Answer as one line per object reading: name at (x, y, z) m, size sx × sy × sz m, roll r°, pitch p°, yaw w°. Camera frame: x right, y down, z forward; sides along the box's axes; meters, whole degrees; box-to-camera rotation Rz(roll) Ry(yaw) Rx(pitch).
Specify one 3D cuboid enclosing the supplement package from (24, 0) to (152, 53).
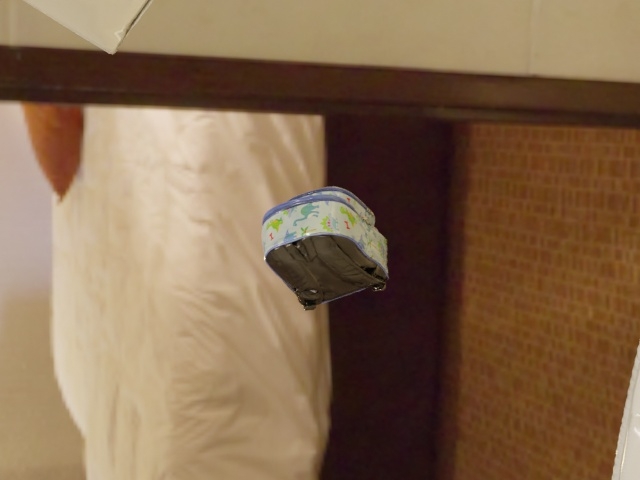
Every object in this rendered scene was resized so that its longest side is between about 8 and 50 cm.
supplement package at (-0.155, -0.294, 0.694) m, size 0.262 × 0.204 × 0.145 m, roll -51°, pitch 51°, yaw 9°

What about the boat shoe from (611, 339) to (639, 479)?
boat shoe at (0.174, 0.021, 0.397) m, size 0.094 × 0.109 × 0.302 m, roll 16°, pitch 117°, yaw 22°

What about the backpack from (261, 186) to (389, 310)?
backpack at (0.000, 0.000, 1.032) m, size 0.105 × 0.114 × 0.084 m, roll -17°, pitch 57°, yaw 21°
